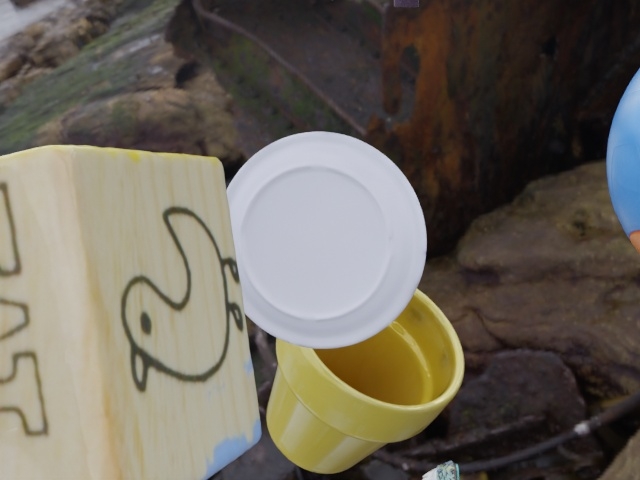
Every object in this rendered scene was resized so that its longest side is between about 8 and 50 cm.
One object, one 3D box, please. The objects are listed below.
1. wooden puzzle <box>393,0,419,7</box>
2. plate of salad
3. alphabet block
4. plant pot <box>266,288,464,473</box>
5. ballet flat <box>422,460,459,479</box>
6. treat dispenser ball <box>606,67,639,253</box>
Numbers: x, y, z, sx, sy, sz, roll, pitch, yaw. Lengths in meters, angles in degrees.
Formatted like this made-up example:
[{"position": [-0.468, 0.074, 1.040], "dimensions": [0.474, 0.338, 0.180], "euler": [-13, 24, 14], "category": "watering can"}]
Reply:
[{"position": [0.013, -0.116, 0.318], "dimensions": [0.049, 0.083, 0.006], "euler": [-14, 49, 30], "category": "wooden puzzle"}, {"position": [0.000, 0.000, 0.800], "dimensions": [0.200, 0.199, 0.048], "euler": [-11, 2, 16], "category": "plate of salad"}, {"position": [-0.167, 0.057, 0.527], "dimensions": [0.193, 0.197, 0.192], "euler": [-8, 1, 17], "category": "alphabet block"}, {"position": [0.038, 0.204, 1.234], "dimensions": [0.254, 0.239, 0.254], "euler": [17, 39, -15], "category": "plant pot"}, {"position": [0.198, 0.409, 1.431], "dimensions": [0.070, 0.188, 0.070], "euler": [-4, 60, 6], "category": "ballet flat"}, {"position": [0.406, -0.073, 0.768], "dimensions": [0.288, 0.288, 0.288], "euler": [-15, 32, 9], "category": "treat dispenser ball"}]
